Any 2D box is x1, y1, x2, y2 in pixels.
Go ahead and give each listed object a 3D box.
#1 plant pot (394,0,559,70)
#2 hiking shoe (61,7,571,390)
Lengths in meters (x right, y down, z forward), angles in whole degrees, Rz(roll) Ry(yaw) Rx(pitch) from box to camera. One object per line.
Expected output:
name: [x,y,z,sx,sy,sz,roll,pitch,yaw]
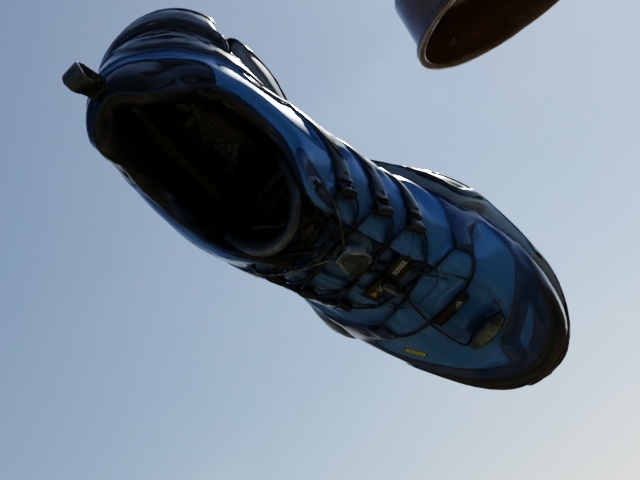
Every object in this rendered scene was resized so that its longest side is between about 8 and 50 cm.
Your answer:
plant pot: [0.088,-0.230,0.896,0.167,0.165,0.167,-33,-13,-9]
hiking shoe: [0.000,0.000,0.712,0.113,0.304,0.132,-56,6,20]
